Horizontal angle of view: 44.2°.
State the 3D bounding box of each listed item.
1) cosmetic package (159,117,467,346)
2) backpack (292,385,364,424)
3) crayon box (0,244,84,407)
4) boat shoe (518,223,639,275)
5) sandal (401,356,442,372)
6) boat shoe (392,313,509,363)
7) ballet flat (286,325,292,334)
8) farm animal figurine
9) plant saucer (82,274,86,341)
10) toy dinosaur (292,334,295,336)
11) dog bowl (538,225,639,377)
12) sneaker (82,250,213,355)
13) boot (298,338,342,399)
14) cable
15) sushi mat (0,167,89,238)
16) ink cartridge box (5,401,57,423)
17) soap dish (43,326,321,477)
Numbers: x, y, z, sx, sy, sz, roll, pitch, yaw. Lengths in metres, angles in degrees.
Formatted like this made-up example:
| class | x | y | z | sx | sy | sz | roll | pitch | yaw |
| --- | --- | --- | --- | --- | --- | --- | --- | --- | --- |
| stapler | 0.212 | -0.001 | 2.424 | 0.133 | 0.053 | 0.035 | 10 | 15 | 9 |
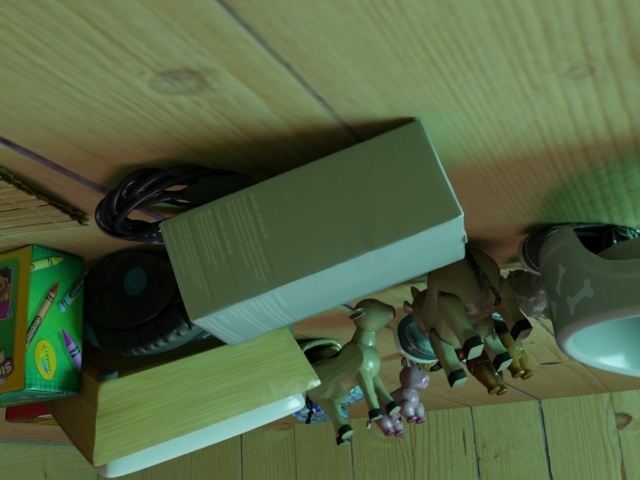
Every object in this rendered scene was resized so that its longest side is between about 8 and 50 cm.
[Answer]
| class | x | y | z | sx | sy | sz | roll | pitch | yaw |
| --- | --- | --- | --- | --- | --- | --- | --- | --- | --- |
| cosmetic package | 0.000 | 0.000 | 0.683 | 0.238 | 0.107 | 0.127 | -23 | 160 | 0 |
| backpack | 0.028 | 0.345 | 1.805 | 0.174 | 0.116 | 0.158 | -13 | 154 | 14 |
| crayon box | -0.413 | 0.118 | 0.947 | 0.279 | 0.165 | 0.081 | -13 | 160 | 28 |
| boat shoe | 0.343 | 0.016 | 0.930 | 0.206 | 0.075 | 0.065 | 3 | 164 | -5 |
| sandal | 0.247 | 0.257 | 1.691 | 0.180 | 0.049 | 0.072 | -18 | 157 | 38 |
| boat shoe | 0.227 | 0.154 | 1.298 | 0.255 | 0.095 | 0.079 | 10 | 159 | -39 |
| ballet flat | -0.099 | 0.139 | 1.258 | 0.073 | 0.080 | 0.232 | 21 | 164 | 15 |
| farm animal figurine | 0.151 | 0.117 | 1.058 | 0.331 | 0.172 | 0.326 | -9 | 148 | -29 |
| plant saucer | -0.371 | 0.113 | 1.134 | 0.259 | 0.047 | 0.258 | -13 | 160 | 24 |
| toy dinosaur | -0.126 | 0.187 | 1.398 | 0.093 | 0.053 | 0.183 | -16 | 158 | 30 |
| dog bowl | 0.401 | 0.067 | 0.807 | 0.349 | 0.102 | 0.348 | 7 | 159 | 3 |
| sneaker | -0.135 | 0.070 | 0.924 | 0.341 | 0.124 | 0.140 | -10 | 165 | 24 |
| boot | -0.020 | 0.261 | 1.589 | 0.204 | 0.095 | 0.262 | -19 | 152 | 36 |
| cable | -0.120 | -0.031 | 0.756 | 0.185 | 0.047 | 0.150 | -6 | 167 | -7 |
| sushi mat | -0.403 | -0.017 | 0.769 | 0.317 | 0.019 | 0.151 | -8 | 160 | 13 |
| ink cartridge box | -0.422 | 0.260 | 1.443 | 0.310 | 0.130 | 0.272 | -15 | 158 | 32 |
| soap dish | -0.183 | 0.172 | 0.997 | 0.291 | 0.118 | 0.229 | -14 | -166 | -30 |
